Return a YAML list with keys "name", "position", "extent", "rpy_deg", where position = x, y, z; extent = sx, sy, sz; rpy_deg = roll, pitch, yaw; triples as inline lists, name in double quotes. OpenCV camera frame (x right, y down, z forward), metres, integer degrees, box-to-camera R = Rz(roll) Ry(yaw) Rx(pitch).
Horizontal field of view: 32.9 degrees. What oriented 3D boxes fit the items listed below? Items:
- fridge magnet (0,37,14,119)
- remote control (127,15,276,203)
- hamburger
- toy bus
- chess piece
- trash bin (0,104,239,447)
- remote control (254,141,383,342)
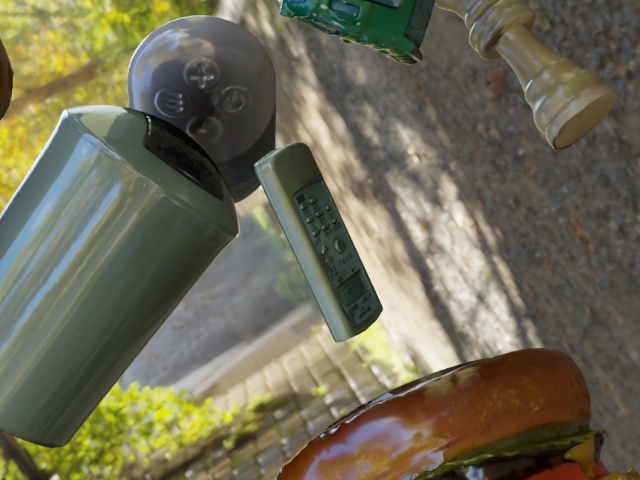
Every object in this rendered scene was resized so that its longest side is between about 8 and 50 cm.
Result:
- name: "fridge magnet"
  position: [-0.333, -0.164, 0.973]
  extent: [0.143, 0.063, 0.143]
  rpy_deg: [46, -145, -48]
- name: "remote control"
  position: [-0.178, -0.186, 1.646]
  extent: [0.103, 0.221, 0.332]
  rpy_deg: [-97, 7, -51]
- name: "hamburger"
  position: [0.136, 0.263, 0.972]
  extent: [0.330, 0.330, 0.250]
  rpy_deg: [65, -178, -67]
- name: "toy bus"
  position: [0.066, -0.417, 1.392]
  extent: [0.183, 0.199, 0.343]
  rpy_deg: [-142, 64, -64]
- name: "chess piece"
  position: [0.263, -0.313, 1.595]
  extent: [0.397, 0.117, 0.117]
  rpy_deg: [52, 175, 20]
- name: "trash bin"
  position: [-0.309, 0.030, 1.437]
  extent: [0.280, 0.432, 0.280]
  rpy_deg: [36, -179, -1]
- name: "remote control"
  position: [0.000, 0.000, 1.251]
  extent: [0.098, 0.038, 0.233]
  rpy_deg: [-34, -79, -57]
